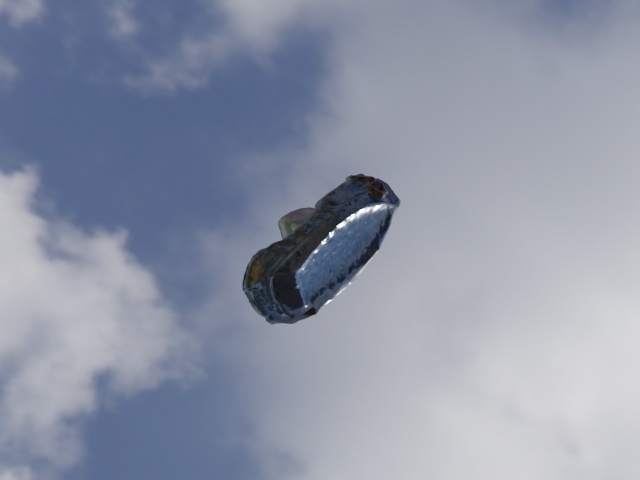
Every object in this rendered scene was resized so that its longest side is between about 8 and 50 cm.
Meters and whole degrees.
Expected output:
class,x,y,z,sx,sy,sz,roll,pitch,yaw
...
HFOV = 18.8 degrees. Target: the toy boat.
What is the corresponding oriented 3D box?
class,x,y,z,sx,sy,sz,roll,pitch,yaw
toy boat,0.000,0.000,0.746,0.038,0.038,0.083,36,-125,18
